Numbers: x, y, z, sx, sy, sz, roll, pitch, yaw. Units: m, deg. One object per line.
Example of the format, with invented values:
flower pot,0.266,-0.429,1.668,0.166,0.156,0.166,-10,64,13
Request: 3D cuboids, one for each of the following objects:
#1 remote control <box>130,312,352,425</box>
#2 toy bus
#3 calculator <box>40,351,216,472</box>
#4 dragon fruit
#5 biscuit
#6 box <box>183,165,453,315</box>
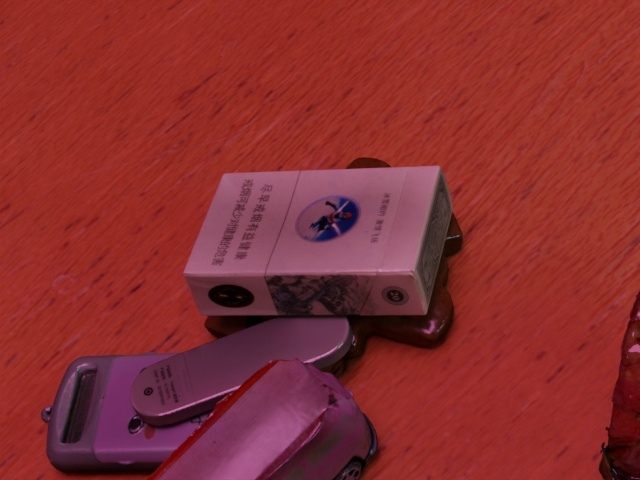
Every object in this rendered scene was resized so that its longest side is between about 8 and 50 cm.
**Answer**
remote control,-0.084,0.130,1.717,0.245,0.022,0.077,-21,46,2
toy bus,-0.079,0.248,1.607,0.127,0.147,0.302,35,72,30
calculator,-0.189,0.185,1.754,0.246,0.045,0.141,-3,53,18
dragon fruit,0.361,0.117,1.514,0.147,0.211,0.282,14,62,23
biscuit,0.013,0.039,1.797,0.301,0.043,0.278,-26,50,-2
box,0.000,0.000,1.746,0.256,0.069,0.164,-1,44,20
